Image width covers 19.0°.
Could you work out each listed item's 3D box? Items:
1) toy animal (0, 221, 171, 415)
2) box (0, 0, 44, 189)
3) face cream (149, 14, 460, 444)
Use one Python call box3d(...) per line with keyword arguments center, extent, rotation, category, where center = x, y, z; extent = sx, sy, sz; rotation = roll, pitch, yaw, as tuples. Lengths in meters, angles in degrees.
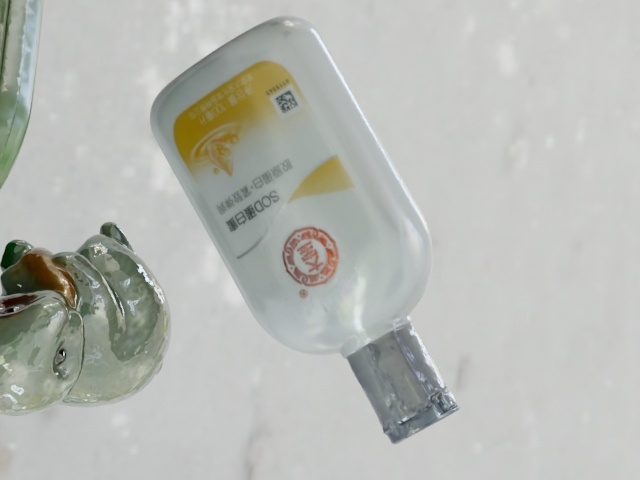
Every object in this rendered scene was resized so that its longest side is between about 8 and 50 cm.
box3d(center=(-0.178, 0.070, 1.253), extent=(0.138, 0.108, 0.236), rotation=(49, 21, -6), category="toy animal")
box3d(center=(-0.312, -0.061, 1.198), extent=(0.178, 0.328, 0.252), rotation=(24, 37, -22), category="box")
box3d(center=(0.000, 0.000, 1.292), extent=(0.291, 0.144, 0.071), rotation=(62, 22, 5), category="face cream")
